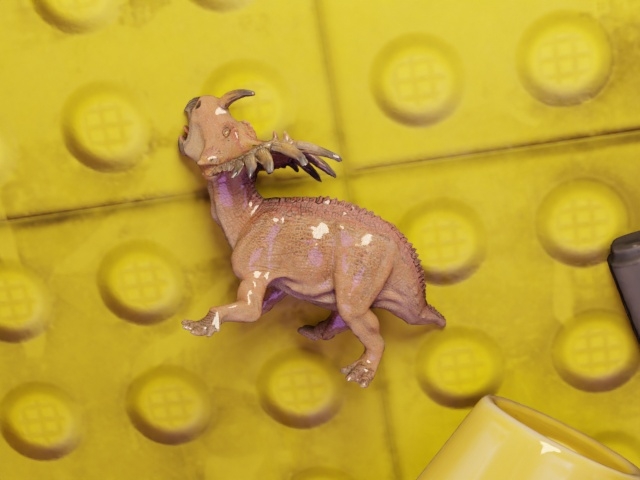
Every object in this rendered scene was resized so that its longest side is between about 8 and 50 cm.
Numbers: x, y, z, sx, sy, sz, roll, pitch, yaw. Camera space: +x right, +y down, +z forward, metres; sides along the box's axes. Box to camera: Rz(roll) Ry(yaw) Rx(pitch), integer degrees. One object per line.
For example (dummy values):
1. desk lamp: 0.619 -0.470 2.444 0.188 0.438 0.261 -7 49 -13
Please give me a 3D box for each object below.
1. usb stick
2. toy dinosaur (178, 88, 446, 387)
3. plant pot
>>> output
1. usb stick: 0.339 0.116 1.304 0.077 0.045 0.278 -15 109 28
2. toy dinosaur: 0.000 0.000 1.249 0.296 0.127 0.200 19 103 -10
3. plant pot: 0.167 0.280 1.285 0.254 0.254 0.239 25 95 -6
